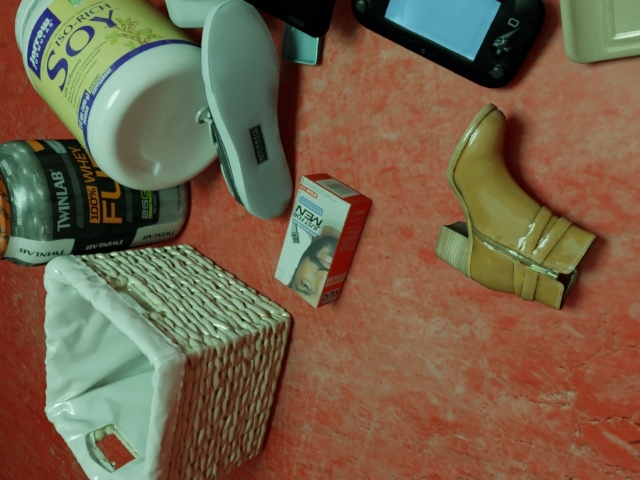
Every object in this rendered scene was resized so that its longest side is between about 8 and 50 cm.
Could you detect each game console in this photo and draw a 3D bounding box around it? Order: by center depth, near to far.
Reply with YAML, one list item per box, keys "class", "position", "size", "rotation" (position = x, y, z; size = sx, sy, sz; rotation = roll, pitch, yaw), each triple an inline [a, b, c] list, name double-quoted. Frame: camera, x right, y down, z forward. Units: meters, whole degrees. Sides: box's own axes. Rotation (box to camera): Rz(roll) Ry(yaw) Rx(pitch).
- class: "game console"
  position: [0.063, -0.292, 0.571]
  size: [0.361, 0.044, 0.213]
  rotation: [31, 143, 11]

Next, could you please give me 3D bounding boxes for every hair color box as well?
- class: "hair color box"
  position: [0.000, 0.000, 0.771]
  size: [0.093, 0.053, 0.167]
  rotation: [33, 121, 31]

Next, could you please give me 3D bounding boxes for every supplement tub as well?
- class: "supplement tub"
  position: [-0.315, -0.263, 0.867]
  size: [0.331, 0.241, 0.241]
  rotation: [44, 125, 26]
- class: "supplement tub"
  position: [-0.421, -0.072, 0.937]
  size: [0.207, 0.338, 0.207]
  rotation: [11, 107, 40]

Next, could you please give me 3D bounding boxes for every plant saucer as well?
- class: "plant saucer"
  position: [-0.015, -0.340, 0.734]
  size: [0.067, 0.018, 0.192]
  rotation: [22, 112, 37]

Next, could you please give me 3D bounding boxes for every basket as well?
- class: "basket"
  position: [-0.265, 0.209, 0.909]
  size: [0.328, 0.266, 0.331]
  rotation: [29, 118, 34]

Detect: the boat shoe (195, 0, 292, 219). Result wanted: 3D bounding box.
- class: "boat shoe"
  position: [-0.115, -0.180, 0.775]
  size: [0.105, 0.113, 0.306]
  rotation: [28, 142, 44]

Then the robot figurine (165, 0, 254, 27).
- class: "robot figurine"
  position: [-0.160, -0.453, 0.668]
  size: [0.199, 0.300, 0.354]
  rotation: [1, 134, 8]

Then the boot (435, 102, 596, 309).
- class: "boot"
  position: [0.210, -0.033, 0.567]
  size: [0.152, 0.073, 0.197]
  rotation: [28, 129, 36]

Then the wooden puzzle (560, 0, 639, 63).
- class: "wooden puzzle"
  position: [0.309, -0.265, 0.414]
  size: [0.238, 0.044, 0.221]
  rotation: [2, 120, 38]
